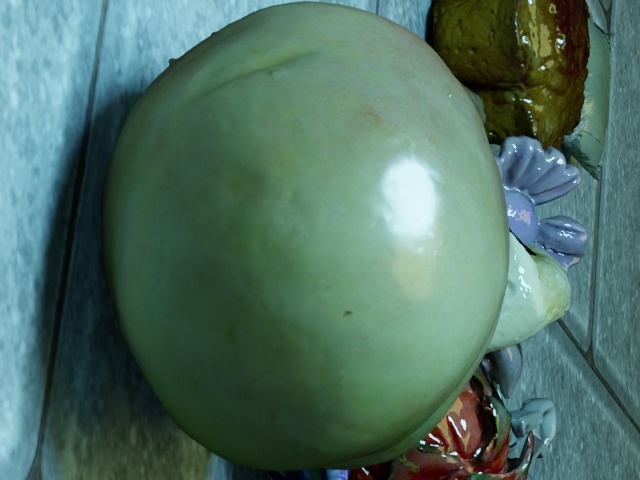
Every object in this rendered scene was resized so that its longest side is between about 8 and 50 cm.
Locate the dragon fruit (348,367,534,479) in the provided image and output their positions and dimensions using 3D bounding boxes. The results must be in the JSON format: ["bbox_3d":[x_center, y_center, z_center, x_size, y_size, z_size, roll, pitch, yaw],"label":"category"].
[{"bbox_3d":[0.071,0.160,1.480,0.189,0.182,0.182,55,6,25],"label":"dragon fruit"}]

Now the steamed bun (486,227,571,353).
[{"bbox_3d":[0.120,0.020,1.666,0.141,0.172,0.155,-41,111,-79],"label":"steamed bun"}]

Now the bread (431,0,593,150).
[{"bbox_3d":[0.194,-0.216,1.884,0.247,0.135,0.232,-62,146,-53],"label":"bread"}]

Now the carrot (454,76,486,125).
[{"bbox_3d":[0.107,-0.111,1.702,0.263,0.102,0.102,-14,103,-73],"label":"carrot"}]

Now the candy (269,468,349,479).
[{"bbox_3d":[-0.004,0.070,1.366,0.145,0.070,0.275,172,-78,-72],"label":"candy"}]

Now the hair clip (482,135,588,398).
[{"bbox_3d":[0.170,0.043,1.823,0.069,0.173,0.300,-123,-158,-47],"label":"hair clip"}]

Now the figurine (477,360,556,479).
[{"bbox_3d":[0.139,0.262,1.708,0.308,0.143,0.308,-24,129,-33],"label":"figurine"}]

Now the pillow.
[{"bbox_3d":[0.338,-0.189,2.411,0.119,0.053,0.208,45,48,-58],"label":"pillow"}]

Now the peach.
[{"bbox_3d":[0.000,0.000,1.159,0.292,0.247,0.292,-35,132,-51],"label":"peach"}]
